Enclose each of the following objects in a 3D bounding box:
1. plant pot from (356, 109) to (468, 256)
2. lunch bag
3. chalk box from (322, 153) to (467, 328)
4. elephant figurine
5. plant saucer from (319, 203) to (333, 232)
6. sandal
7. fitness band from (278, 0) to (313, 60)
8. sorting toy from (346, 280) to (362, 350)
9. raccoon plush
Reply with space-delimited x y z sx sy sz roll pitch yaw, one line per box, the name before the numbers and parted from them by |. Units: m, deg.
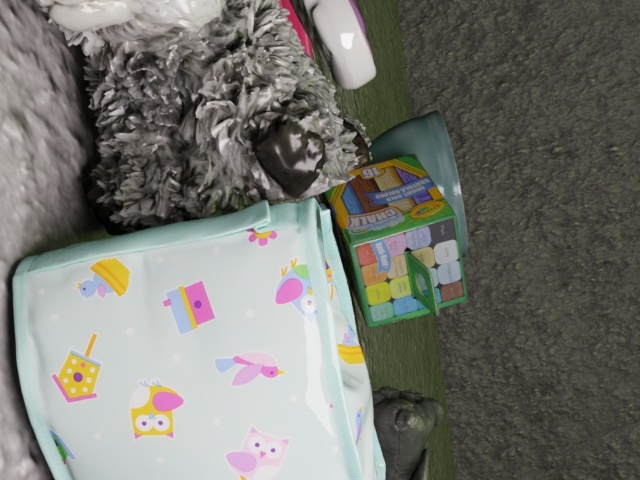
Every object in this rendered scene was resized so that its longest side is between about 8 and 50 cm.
plant pot | 0.161 -0.093 1.744 0.293 0.196 0.293 -11 90 -88
lunch bag | -0.078 0.106 0.637 0.160 0.223 0.263 -77 156 -69
chalk box | 0.126 0.014 1.462 0.289 0.179 0.180 -110 -174 -57
elephant figurine | 0.134 0.396 1.588 0.186 0.169 0.240 3 97 -48
plant saucer | 0.000 0.000 1.451 0.119 0.021 0.120 -7 90 -77
sandal | -0.008 -0.339 0.984 0.169 0.102 0.417 66 2 -65
fitness band | -0.052 -0.294 1.303 0.209 0.054 0.291 -25 109 -76
sorting toy | 0.030 0.162 1.448 0.132 0.046 0.275 -65 145 -66
raccoon plush | -0.101 -0.179 0.772 0.446 0.216 0.299 -49 126 -79
